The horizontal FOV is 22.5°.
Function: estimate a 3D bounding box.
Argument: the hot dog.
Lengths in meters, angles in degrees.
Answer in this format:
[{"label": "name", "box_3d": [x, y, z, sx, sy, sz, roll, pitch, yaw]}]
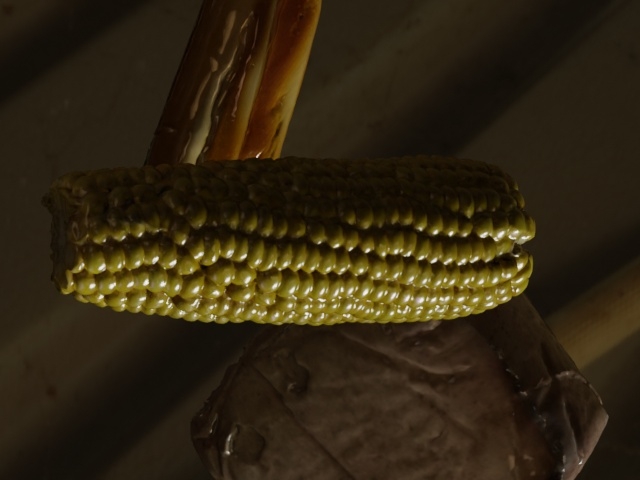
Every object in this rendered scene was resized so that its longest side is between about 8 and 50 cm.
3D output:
[{"label": "hot dog", "box_3d": [-0.065, -0.075, 1.012, 0.068, 0.100, 0.250, 18, -87, 25]}]

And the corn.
[{"label": "corn", "box_3d": [0.000, 0.000, 0.913, 0.310, 0.101, 0.101, -1, -126, -27]}]

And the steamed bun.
[{"label": "steamed bun", "box_3d": [0.066, 0.133, 1.256, 0.251, 0.301, 0.199, 52, -150, -2]}]
